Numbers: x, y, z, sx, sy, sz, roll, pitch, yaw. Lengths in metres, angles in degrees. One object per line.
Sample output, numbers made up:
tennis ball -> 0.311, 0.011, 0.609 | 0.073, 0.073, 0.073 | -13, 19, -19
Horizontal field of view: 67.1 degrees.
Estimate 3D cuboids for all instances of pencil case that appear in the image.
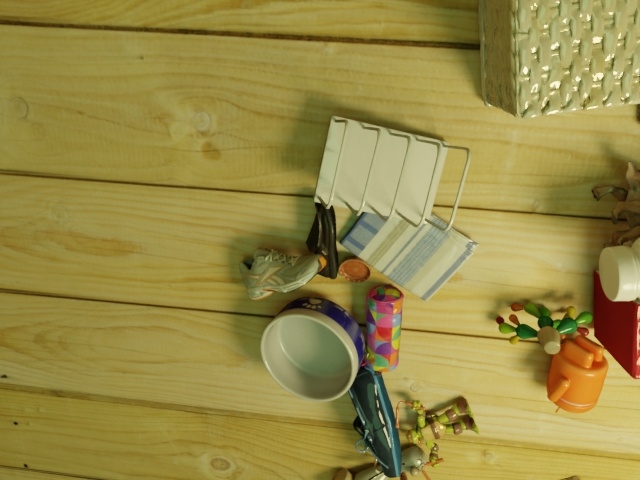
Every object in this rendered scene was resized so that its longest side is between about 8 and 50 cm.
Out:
pencil case -> 0.163, 0.236, 1.273 | 0.104, 0.104, 0.236 | 4, 112, 5

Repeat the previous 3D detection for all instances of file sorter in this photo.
file sorter -> 0.148, -0.138, 1.023 | 0.277, 0.173, 0.193 | 10, 102, -11

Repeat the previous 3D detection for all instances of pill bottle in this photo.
pill bottle -> 0.723, 0.059, 0.963 | 0.272, 0.152, 0.152 | -6, 113, 12

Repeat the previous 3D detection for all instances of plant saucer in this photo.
plant saucer -> 0.089, 0.076, 1.244 | 0.083, 0.013, 0.083 | 8, 134, 8

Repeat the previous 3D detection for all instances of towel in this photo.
towel -> 0.218, 0.010, 1.202 | 0.285, 0.034, 0.209 | 33, 115, -6

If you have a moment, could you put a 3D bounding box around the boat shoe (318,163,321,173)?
boat shoe -> 0.077, -0.156, 1.129 | 0.170, 0.059, 0.063 | -3, 113, 7

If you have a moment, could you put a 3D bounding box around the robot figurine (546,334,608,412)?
robot figurine -> 0.659, 0.354, 1.249 | 0.128, 0.158, 0.219 | 8, 119, 20

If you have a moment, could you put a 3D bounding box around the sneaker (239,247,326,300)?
sneaker -> -0.108, 0.065, 1.202 | 0.262, 0.099, 0.121 | -20, 102, 33

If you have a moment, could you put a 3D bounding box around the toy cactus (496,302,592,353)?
toy cactus -> 0.548, 0.223, 1.179 | 0.218, 0.180, 0.112 | -1, 109, 18

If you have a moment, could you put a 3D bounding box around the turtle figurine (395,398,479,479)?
turtle figurine -> 0.340, 0.551, 1.395 | 0.217, 0.087, 0.270 | -20, 98, 5

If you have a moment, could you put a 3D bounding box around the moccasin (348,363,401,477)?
moccasin -> 0.148, 0.508, 1.379 | 0.116, 0.137, 0.342 | -14, 92, 14

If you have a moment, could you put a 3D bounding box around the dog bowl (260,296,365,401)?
dog bowl -> -0.020, 0.286, 1.276 | 0.264, 0.104, 0.265 | 8, 114, 19

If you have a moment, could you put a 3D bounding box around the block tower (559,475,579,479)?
block tower -> 0.663, 0.827, 1.480 | 0.335, 0.091, 0.097 | -23, 108, 16

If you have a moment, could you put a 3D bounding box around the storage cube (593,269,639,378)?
storage cube -> 0.770, 0.176, 1.117 | 0.183, 0.215, 0.193 | -10, 109, 6

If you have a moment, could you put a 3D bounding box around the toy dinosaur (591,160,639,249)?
toy dinosaur -> 0.740, -0.061, 1.067 | 0.200, 0.127, 0.296 | -18, 106, 14

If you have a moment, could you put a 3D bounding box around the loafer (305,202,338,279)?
loafer -> 0.000, 0.000, 1.194 | 0.078, 0.080, 0.220 | -2, 113, 6

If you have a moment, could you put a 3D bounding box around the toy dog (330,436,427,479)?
toy dog -> 0.168, 0.755, 1.463 | 0.220, 0.161, 0.334 | 26, 114, -6

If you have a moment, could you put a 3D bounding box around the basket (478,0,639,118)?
basket -> 0.473, -0.411, 0.865 | 0.328, 0.266, 0.331 | -6, 111, 10

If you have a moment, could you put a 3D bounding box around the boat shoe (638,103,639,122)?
boat shoe -> 0.729, -0.378, 0.938 | 0.130, 0.132, 0.355 | -8, 121, -1
